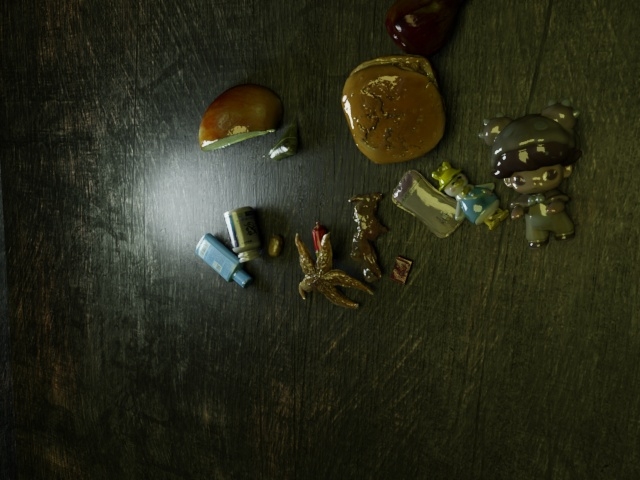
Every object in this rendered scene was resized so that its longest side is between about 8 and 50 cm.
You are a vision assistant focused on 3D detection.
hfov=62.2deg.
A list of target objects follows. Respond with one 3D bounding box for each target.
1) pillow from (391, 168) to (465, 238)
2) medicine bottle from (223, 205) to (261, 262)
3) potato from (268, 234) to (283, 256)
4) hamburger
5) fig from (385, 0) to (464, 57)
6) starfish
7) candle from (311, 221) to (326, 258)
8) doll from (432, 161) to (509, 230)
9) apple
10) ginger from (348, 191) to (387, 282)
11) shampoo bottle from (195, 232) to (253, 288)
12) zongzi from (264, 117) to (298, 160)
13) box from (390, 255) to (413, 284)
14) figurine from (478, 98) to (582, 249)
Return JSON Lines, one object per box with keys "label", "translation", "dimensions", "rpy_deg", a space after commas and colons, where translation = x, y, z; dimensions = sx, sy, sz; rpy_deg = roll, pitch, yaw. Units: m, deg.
{"label": "pillow", "translation": [0.328, -0.110, 1.624], "dimensions": [0.233, 0.038, 0.130], "rpy_deg": [41, 116, 15]}
{"label": "medicine bottle", "translation": [-0.277, -0.021, 1.922], "dimensions": [0.107, 0.107, 0.191], "rpy_deg": [-15, 90, 29]}
{"label": "potato", "translation": [-0.161, 0.020, 1.904], "dimensions": [0.051, 0.040, 0.083], "rpy_deg": [26, 107, 33]}
{"label": "hamburger", "translation": [0.215, -0.381, 1.538], "dimensions": [0.284, 0.174, 0.304], "rpy_deg": [-8, 126, 24]}
{"label": "fig", "translation": [0.313, -0.655, 1.478], "dimensions": [0.190, 0.191, 0.290], "rpy_deg": [47, 116, 15]}
{"label": "starfish", "translation": [0.014, 0.109, 1.771], "dimensions": [0.299, 0.060, 0.302], "rpy_deg": [-6, 114, 37]}
{"label": "candle", "translation": [0.000, 0.000, 1.809], "dimensions": [0.052, 0.052, 0.130], "rpy_deg": [-10, 92, 29]}
{"label": "doll", "translation": [0.427, -0.130, 1.535], "dimensions": [0.241, 0.099, 0.135], "rpy_deg": [45, 119, 13]}
{"label": "apple", "translation": [-0.304, -0.422, 1.870], "dimensions": [0.346, 0.254, 0.179], "rpy_deg": [-10, 133, 29]}
{"label": "ginger", "translation": [0.155, -0.010, 1.719], "dimensions": [0.122, 0.084, 0.289], "rpy_deg": [-1, 95, 4]}
{"label": "shampoo bottle", "translation": [-0.360, 0.085, 2.009], "dimensions": [0.258, 0.061, 0.103], "rpy_deg": [39, 112, 18]}
{"label": "zongzi", "translation": [-0.136, -0.345, 1.845], "dimensions": [0.154, 0.062, 0.130], "rpy_deg": [-13, 70, 44]}
{"label": "box", "translation": [0.261, 0.094, 1.699], "dimensions": [0.052, 0.023, 0.081], "rpy_deg": [22, 107, 23]}
{"label": "figurine", "translation": [0.579, -0.170, 1.404], "dimensions": [0.248, 0.203, 0.380], "rpy_deg": [-8, 105, 36]}
